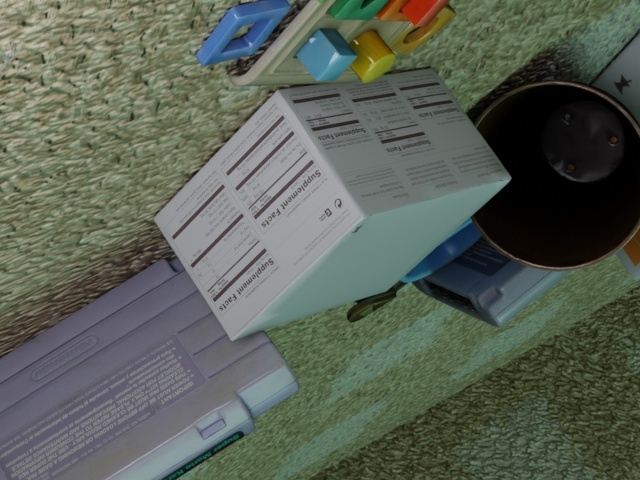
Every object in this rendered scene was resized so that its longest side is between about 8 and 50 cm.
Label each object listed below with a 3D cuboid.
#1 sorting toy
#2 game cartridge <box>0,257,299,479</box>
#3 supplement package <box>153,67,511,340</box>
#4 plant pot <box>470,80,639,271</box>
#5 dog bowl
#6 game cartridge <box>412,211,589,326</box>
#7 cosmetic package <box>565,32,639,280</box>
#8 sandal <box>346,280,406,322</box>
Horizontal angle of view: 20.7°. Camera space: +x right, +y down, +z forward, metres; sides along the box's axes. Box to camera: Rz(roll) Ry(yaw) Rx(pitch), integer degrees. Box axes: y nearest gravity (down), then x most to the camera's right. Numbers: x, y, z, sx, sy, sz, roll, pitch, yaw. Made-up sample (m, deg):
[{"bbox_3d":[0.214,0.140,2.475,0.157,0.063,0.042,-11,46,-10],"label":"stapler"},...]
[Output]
[{"bbox_3d":[0.042,-0.181,1.461,0.196,0.047,0.348,-42,164,28],"label":"sorting toy"},{"bbox_3d":[-0.216,0.165,1.685,0.355,0.230,0.068,-32,138,-7],"label":"game cartridge"},{"bbox_3d":[0.014,-0.039,1.672,0.204,0.145,0.262,-44,162,34],"label":"supplement package"},{"bbox_3d":[0.290,-0.095,2.041,0.215,0.215,0.230,-39,180,21],"label":"plant pot"},{"bbox_3d":[0.126,-0.025,2.112,0.166,0.074,0.297,-34,165,3],"label":"dog bowl"},{"bbox_3d":[0.237,0.012,2.224,0.198,0.062,0.297,-34,-164,-10],"label":"game cartridge"},{"bbox_3d":[0.486,-0.171,2.111,0.161,0.230,0.453,-22,161,-38],"label":"cosmetic package"},{"bbox_3d":[0.073,0.065,2.360,0.072,0.049,0.180,-34,-178,25],"label":"sandal"}]
